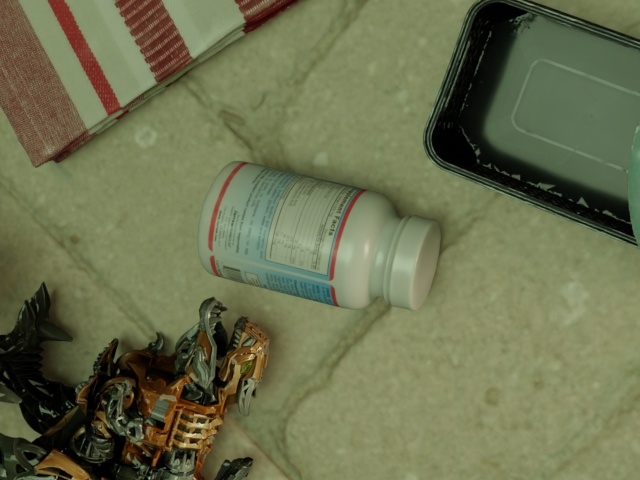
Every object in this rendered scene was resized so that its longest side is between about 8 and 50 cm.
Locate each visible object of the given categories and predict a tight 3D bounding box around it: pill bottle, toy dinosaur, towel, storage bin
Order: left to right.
[{"bbox_3d":[-0.181,0.162,1.055,0.218,0.164,0.322,40,86,-6],"label":"toy dinosaur"},{"bbox_3d":[-0.142,-0.235,1.047,0.329,0.037,0.237,-31,84,18],"label":"towel"},{"bbox_3d":[0.000,0.000,0.996,0.160,0.087,0.087,14,101,17],"label":"pill bottle"},{"bbox_3d":[0.174,-0.081,0.927,0.180,0.084,0.122,23,103,15],"label":"storage bin"}]

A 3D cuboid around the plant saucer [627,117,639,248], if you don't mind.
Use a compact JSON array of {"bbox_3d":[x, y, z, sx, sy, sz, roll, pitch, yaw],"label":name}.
[{"bbox_3d":[0.279,-0.043,0.855,0.195,0.037,0.195,-6,105,-21],"label":"plant saucer"}]
